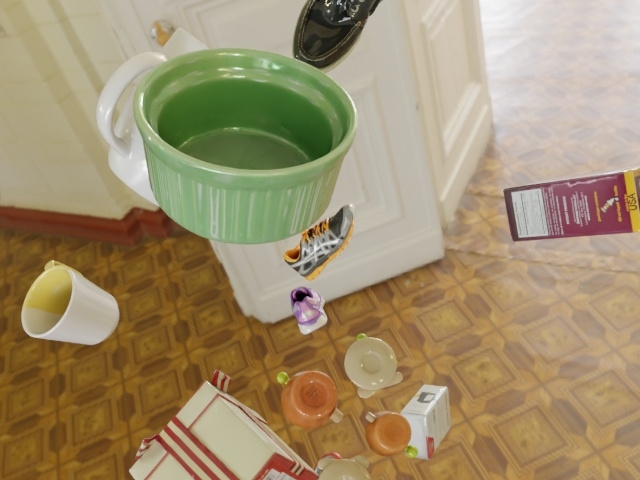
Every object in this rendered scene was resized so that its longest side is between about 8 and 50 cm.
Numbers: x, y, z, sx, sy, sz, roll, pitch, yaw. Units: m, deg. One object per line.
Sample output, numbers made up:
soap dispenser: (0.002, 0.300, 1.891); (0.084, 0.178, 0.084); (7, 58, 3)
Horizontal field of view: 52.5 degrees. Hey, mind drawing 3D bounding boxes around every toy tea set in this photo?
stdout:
toy tea set: (0.061, 0.333, 1.060); (0.200, 0.124, 0.336); (-15, 73, -12)

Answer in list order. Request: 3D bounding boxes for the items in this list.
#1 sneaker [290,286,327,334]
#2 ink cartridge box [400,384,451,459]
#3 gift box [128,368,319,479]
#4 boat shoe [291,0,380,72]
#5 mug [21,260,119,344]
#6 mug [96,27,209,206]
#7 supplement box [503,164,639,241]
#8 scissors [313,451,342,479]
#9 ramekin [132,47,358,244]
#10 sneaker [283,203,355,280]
sneaker: (-0.046, 0.170, 1.839); (0.095, 0.104, 0.236); (-29, 17, 0)
ink cartridge box: (0.284, 0.481, 1.737); (0.072, 0.127, 0.175); (-1, 13, 29)
gift box: (-0.193, 0.431, 1.270); (0.258, 0.276, 0.255); (32, 72, 37)
boat shoe: (0.052, -0.456, 1.160); (0.127, 0.113, 0.340); (34, 79, 7)
mug: (-0.209, 0.054, 0.562); (0.062, 0.064, 0.078); (-13, 61, 28)
mug: (-0.316, -0.255, 1.381); (0.276, 0.374, 0.328); (41, 95, 25)
supplement box: (0.364, -0.051, 0.893); (0.104, 0.080, 0.188); (-14, 5, -39)
scissors: (-0.019, 0.593, 1.498); (0.021, 0.297, 0.109); (-2, 51, -40)
ramekin: (-0.108, -0.135, 0.930); (0.304, 0.148, 0.303); (6, 44, -6)
sneaker: (0.000, 0.000, 1.373); (0.215, 0.083, 0.084); (-51, 20, 30)
